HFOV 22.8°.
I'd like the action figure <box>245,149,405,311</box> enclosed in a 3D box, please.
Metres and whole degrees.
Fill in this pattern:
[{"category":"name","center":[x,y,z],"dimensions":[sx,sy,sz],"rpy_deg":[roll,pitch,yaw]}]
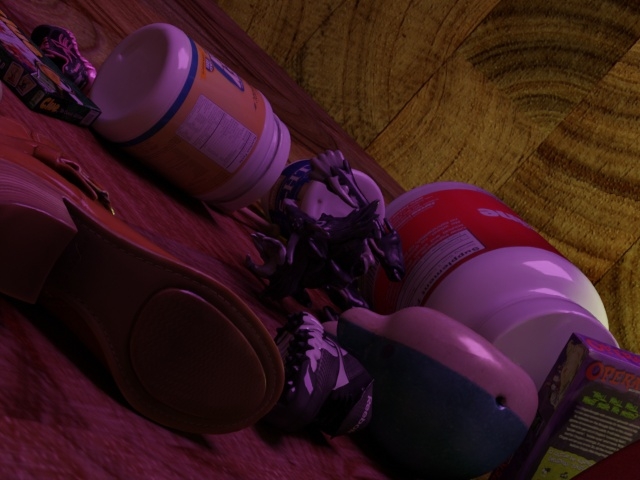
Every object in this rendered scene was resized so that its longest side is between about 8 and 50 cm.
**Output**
[{"category":"action figure","center":[0.000,0.000,1.717],"dimensions":[0.141,0.164,0.275],"rpy_deg":[48,5,20]}]

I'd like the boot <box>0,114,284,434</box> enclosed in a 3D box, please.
[{"category":"boot","center":[-0.162,0.015,1.134],"dimensions":[0.283,0.109,0.220],"rpy_deg":[30,9,-29]}]

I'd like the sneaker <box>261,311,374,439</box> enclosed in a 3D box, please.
[{"category":"sneaker","center":[0.003,0.126,1.349],"dimensions":[0.106,0.078,0.234],"rpy_deg":[39,6,-5]}]

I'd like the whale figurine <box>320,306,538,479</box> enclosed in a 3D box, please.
[{"category":"whale figurine","center":[0.083,0.150,1.542],"dimensions":[0.216,0.141,0.272],"rpy_deg":[38,-15,-30]}]

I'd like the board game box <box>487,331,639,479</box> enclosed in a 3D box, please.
[{"category":"board game box","center":[0.364,0.242,1.715],"dimensions":[0.346,0.208,0.056],"rpy_deg":[21,20,-26]}]

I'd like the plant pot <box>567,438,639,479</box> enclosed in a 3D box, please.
[{"category":"plant pot","center":[0.394,0.333,1.575],"dimensions":[0.267,0.236,0.267],"rpy_deg":[38,10,-32]}]

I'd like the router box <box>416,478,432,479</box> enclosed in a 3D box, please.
[{"category":"router box","center":[0.141,0.270,1.373],"dimensions":[0.133,0.046,0.179],"rpy_deg":[46,9,22]}]

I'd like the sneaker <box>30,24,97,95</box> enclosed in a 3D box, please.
[{"category":"sneaker","center":[-0.301,-0.210,1.794],"dimensions":[0.057,0.047,0.119],"rpy_deg":[14,27,-50]}]

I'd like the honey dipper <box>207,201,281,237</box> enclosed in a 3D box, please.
[{"category":"honey dipper","center":[-0.088,-0.034,1.921],"dimensions":[0.030,0.030,0.160],"rpy_deg":[47,8,30]}]

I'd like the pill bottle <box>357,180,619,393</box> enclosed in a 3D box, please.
[{"category":"pill bottle","center":[0.196,0.090,1.859],"dimensions":[0.229,0.229,0.408],"rpy_deg":[39,6,-22]}]

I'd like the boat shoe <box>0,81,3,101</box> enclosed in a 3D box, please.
[{"category":"boat shoe","center":[-0.334,-0.165,1.355],"dimensions":[0.153,0.056,0.048],"rpy_deg":[48,2,-14]}]

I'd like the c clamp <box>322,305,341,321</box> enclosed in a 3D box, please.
[{"category":"c clamp","center":[0.063,0.133,1.794],"dimensions":[0.160,0.022,0.137],"rpy_deg":[42,8,-4]}]

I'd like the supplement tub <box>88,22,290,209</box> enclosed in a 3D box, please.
[{"category":"supplement tub","center":[-0.143,-0.133,1.762],"dimensions":[0.199,0.144,0.144],"rpy_deg":[36,11,-39]}]

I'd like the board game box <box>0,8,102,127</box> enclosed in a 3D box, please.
[{"category":"board game box","center":[-0.348,-0.221,1.666],"dimensions":[0.259,0.030,0.136],"rpy_deg":[45,6,14]}]

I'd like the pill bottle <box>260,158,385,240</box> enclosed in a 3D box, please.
[{"category":"pill bottle","center":[-0.005,-0.045,2.004],"dimensions":[0.112,0.112,0.186],"rpy_deg":[39,-8,-23]}]
